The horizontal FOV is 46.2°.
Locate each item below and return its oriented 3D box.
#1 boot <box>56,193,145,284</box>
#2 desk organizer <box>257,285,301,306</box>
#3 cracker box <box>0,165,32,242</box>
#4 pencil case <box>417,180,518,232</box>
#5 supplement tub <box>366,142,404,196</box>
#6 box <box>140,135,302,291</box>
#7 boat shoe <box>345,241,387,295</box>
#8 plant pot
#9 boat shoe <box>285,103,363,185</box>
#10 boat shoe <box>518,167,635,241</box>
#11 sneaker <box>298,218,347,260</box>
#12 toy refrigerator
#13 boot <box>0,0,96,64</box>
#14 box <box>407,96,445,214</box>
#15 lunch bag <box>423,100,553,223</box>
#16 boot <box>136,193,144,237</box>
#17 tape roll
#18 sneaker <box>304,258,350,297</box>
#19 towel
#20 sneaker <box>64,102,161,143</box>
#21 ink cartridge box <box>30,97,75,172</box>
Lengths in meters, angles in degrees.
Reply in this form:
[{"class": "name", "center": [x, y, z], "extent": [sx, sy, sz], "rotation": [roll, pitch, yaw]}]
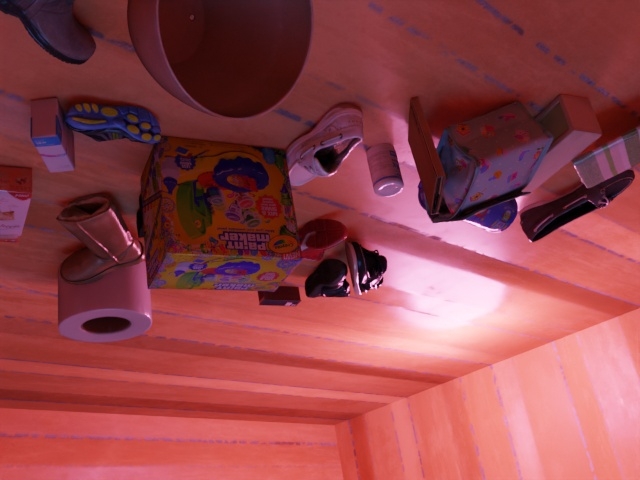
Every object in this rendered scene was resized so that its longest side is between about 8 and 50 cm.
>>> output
[{"class": "boot", "center": [-0.569, -0.003, 1.818], "extent": [0.236, 0.089, 0.269], "rotation": [-21, 154, -2]}, {"class": "desk organizer", "center": [-0.130, 0.175, 2.371], "extent": [0.130, 0.050, 0.047], "rotation": [5, 151, -28]}, {"class": "cracker box", "center": [-0.719, -0.077, 1.623], "extent": [0.156, 0.067, 0.232], "rotation": [3, 151, -27]}, {"class": "pencil case", "center": [0.368, -0.104, 1.903], "extent": [0.306, 0.133, 0.119], "rotation": [15, 106, -42]}, {"class": "supplement tub", "center": [0.148, -0.161, 1.720], "extent": [0.071, 0.107, 0.071], "rotation": [-8, 155, -4]}, {"class": "box", "center": [-0.220, -0.050, 1.617], "extent": [0.290, 0.279, 0.177], "rotation": [3, 152, -26]}, {"class": "boat shoe", "center": [0.140, 0.078, 2.186], "extent": [0.113, 0.127, 0.340], "rotation": [-12, 156, 1]}, {"class": "plant pot", "center": [-0.176, -0.330, 1.125], "extent": [0.191, 0.284, 0.284], "rotation": [15, 176, 44]}, {"class": "boat shoe", "center": [0.000, -0.183, 1.633], "extent": [0.098, 0.096, 0.277], "rotation": [6, 150, -31]}, {"class": "boat shoe", "center": [0.715, -0.093, 2.078], "extent": [0.335, 0.095, 0.112], "rotation": [-26, 150, 29]}, {"class": "sneaker", "center": [0.000, 0.000, 2.050], "extent": [0.221, 0.087, 0.128], "rotation": [-12, 166, 32]}, {"class": "toy refrigerator", "center": [0.514, -0.216, 1.748], "extent": [0.094, 0.102, 0.269], "rotation": [3, 152, -25]}, {"class": "boot", "center": [-0.382, -0.372, 1.135], "extent": [0.161, 0.083, 0.246], "rotation": [-24, 153, 15]}, {"class": "box", "center": [0.223, -0.178, 1.604], "extent": [0.021, 0.201, 0.164], "rotation": [-13, 155, -2]}, {"class": "lunch bag", "center": [0.361, -0.149, 1.671], "extent": [0.223, 0.160, 0.262], "rotation": [-21, 148, -23]}, {"class": "boot", "center": [-0.360, -0.067, 1.784], "extent": [0.137, 0.076, 0.198], "rotation": [-5, 167, -20]}, {"class": "tape roll", "center": [-0.583, 0.156, 2.032], "extent": [0.246, 0.169, 0.246], "rotation": [-8, 154, -4]}, {"class": "sneaker", "center": [0.051, 0.115, 2.279], "extent": [0.130, 0.087, 0.227], "rotation": [1, 155, -25]}, {"class": "towel", "center": [0.762, -0.237, 1.780], "extent": [0.325, 0.038, 0.248], "rotation": [-29, 159, 18]}, {"class": "sneaker", "center": [-0.400, -0.226, 1.456], "extent": [0.188, 0.067, 0.078], "rotation": [5, 172, -31]}, {"class": "ink cartridge box", "center": [-0.508, -0.198, 1.426], "extent": [0.052, 0.088, 0.122], "rotation": [-8, 154, -5]}]
